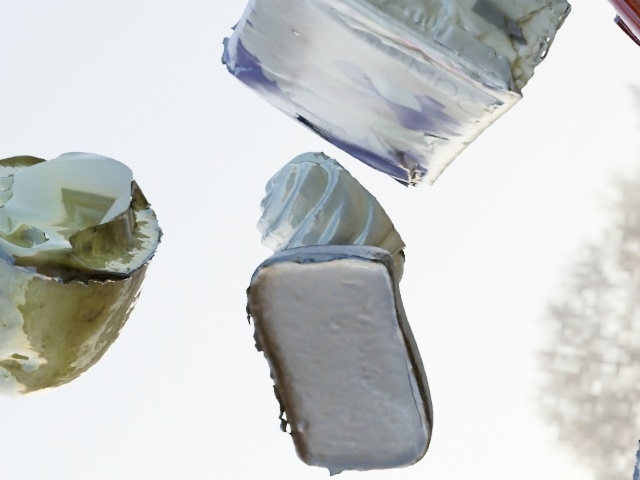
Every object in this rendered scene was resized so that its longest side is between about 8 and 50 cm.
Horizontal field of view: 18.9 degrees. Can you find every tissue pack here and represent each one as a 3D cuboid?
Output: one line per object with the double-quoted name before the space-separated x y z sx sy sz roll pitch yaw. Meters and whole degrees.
"tissue pack" 0.053 -0.180 1.663 0.125 0.242 0.343 -58 3 -16

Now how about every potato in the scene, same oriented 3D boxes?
"potato" -0.293 0.047 2.028 0.285 0.243 0.242 -104 10 -61

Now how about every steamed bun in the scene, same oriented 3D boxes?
"steamed bun" 0.000 0.000 1.940 0.106 0.183 0.183 -38 -36 -17

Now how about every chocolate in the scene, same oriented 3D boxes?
"chocolate" 0.027 0.104 1.860 0.083 0.161 0.261 -63 -34 -53

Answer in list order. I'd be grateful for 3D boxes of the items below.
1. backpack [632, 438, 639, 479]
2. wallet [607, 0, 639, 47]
"backpack" 0.450 0.264 1.793 0.446 0.255 0.363 39 -143 -50
"wallet" 0.386 -0.180 2.018 0.045 0.204 0.142 -44 -24 14
